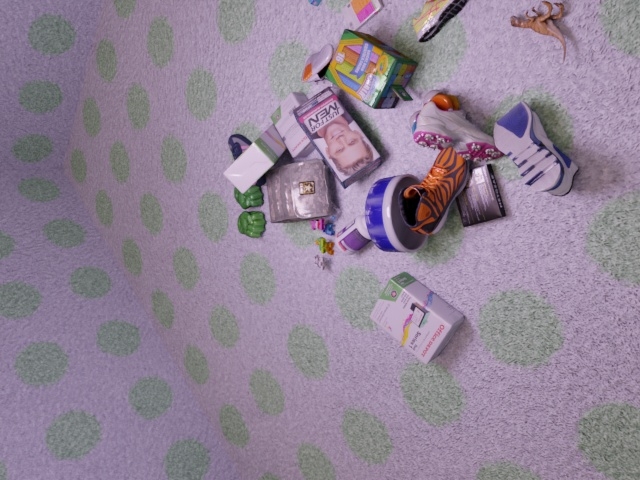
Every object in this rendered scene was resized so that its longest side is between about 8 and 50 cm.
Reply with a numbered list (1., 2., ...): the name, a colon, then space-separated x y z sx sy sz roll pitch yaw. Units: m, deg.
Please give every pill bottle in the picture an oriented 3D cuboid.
1. pill bottle: 0.155 -0.032 1.740 0.193 0.108 0.108 -40 74 39

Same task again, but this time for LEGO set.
1. LEGO set: 0.000 0.000 1.897 0.093 0.087 0.227 17 117 40

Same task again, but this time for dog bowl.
1. dog bowl: 0.269 -0.090 1.528 0.104 0.265 0.264 -2 98 42

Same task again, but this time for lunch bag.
1. lunch bag: -0.080 -0.199 1.852 0.287 0.169 0.235 -8 87 41

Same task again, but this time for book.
1. book: 0.150 -0.837 1.613 0.144 0.035 0.096 -26 86 41

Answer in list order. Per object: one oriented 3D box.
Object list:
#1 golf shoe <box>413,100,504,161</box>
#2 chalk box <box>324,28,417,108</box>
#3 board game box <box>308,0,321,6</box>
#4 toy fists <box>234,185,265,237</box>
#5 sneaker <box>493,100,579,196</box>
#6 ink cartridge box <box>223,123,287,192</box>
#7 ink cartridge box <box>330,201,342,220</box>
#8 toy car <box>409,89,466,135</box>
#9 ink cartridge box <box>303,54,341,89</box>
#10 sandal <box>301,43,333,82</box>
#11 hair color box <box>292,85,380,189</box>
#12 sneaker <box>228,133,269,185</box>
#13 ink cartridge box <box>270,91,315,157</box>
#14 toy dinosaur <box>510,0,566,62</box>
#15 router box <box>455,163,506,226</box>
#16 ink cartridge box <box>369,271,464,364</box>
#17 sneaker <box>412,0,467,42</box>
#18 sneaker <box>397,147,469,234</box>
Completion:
1. golf shoe: 0.433 -0.332 1.359 0.115 0.306 0.140 149 131 -67
2. chalk box: 0.197 -0.569 1.530 0.289 0.180 0.179 38 122 19
3. board game box: -0.003 -1.031 1.686 0.210 0.047 0.160 -40 74 38
4. toy fists: -0.339 -0.149 2.138 0.142 0.096 0.279 2 100 39
5. sneaker: 0.630 -0.237 1.289 0.127 0.182 0.315 -40 45 37
6. ink cartridge box: -0.249 -0.366 1.891 0.207 0.353 0.119 -37 107 29
7. ink cartridge box: 0.046 -0.127 1.862 0.083 0.028 0.048 46 125 23
8. toy car: 0.369 -0.395 1.460 0.159 0.136 0.182 49 126 20
9. ink cartridge box: 0.013 -0.658 1.739 0.180 0.060 0.104 31 119 41
10. sandal: 0.004 -0.631 1.630 0.265 0.076 0.102 13 86 66
11. hair color box: 0.062 -0.387 1.682 0.174 0.105 0.347 -34 78 1
12. sneaker: -0.360 -0.381 2.077 0.319 0.131 0.112 50 127 20
13. ink cartridge box: -0.090 -0.476 1.854 0.160 0.093 0.219 -37 76 37
14. toy dinosaur: 0.637 -0.601 1.251 0.211 0.064 0.112 48 145 32
15. router box: 0.511 -0.145 1.457 0.133 0.046 0.179 -17 88 42
16. ink cartridge box: 0.350 0.282 1.642 0.278 0.117 0.201 38 122 27
17. sneaker: 0.372 -0.738 1.418 0.208 0.081 0.094 -35 75 40
18. sneaker: 0.358 -0.176 1.418 0.125 0.180 0.321 22 97 45
